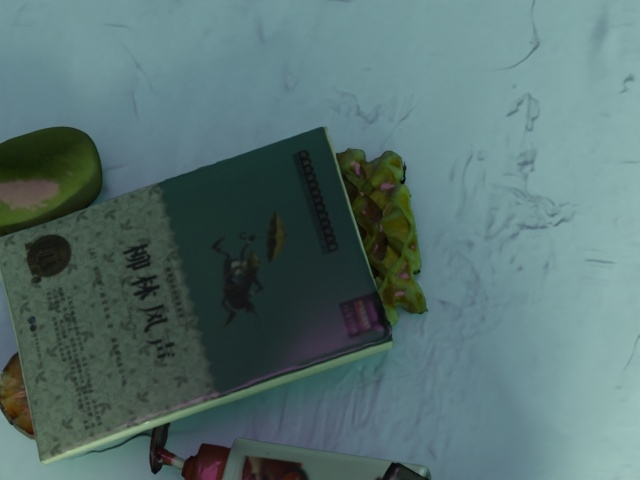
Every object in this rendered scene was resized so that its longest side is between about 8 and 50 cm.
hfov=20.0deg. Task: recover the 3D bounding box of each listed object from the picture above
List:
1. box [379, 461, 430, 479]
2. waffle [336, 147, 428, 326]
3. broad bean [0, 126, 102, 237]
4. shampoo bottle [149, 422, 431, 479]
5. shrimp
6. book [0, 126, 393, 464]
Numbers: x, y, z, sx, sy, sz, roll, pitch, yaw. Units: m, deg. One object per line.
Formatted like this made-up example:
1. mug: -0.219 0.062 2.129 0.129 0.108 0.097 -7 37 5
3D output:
1. box: 0.078 0.411 1.578 0.251 0.204 0.345 28 71 -3
2. waffle: -0.001 -0.001 1.901 0.204 0.054 0.223 -10 65 5
3. broad bean: -0.323 -0.060 1.961 0.174 0.082 0.124 -13 65 3
4. shampoo bottle: -0.050 0.247 1.787 0.284 0.071 0.153 19 71 15
5. shrimp: -0.238 0.132 1.887 0.148 0.035 0.195 36 79 22
6. book: -0.135 0.053 1.857 0.379 0.031 0.264 -20 63 3
